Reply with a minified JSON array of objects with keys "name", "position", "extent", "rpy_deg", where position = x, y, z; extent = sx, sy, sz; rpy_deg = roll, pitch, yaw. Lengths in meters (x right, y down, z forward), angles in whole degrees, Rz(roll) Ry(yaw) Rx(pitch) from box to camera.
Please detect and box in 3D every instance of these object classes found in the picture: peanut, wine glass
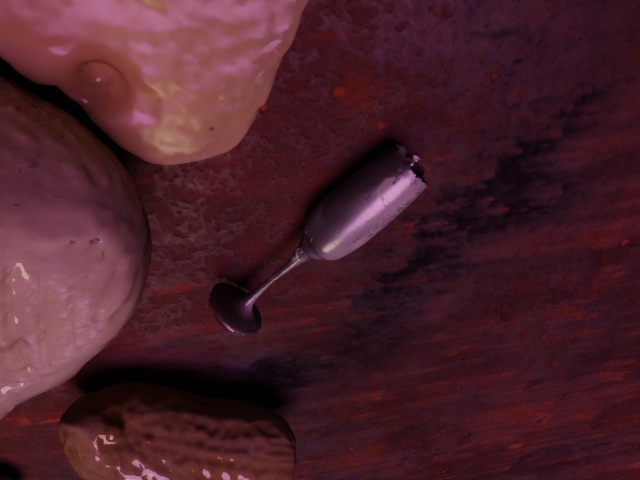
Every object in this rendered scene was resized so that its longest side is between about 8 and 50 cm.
[{"name":"peanut","position":[-0.177,0.268,0.692],"extent":[0.313,0.152,0.152],"rpy_deg":[20,124,-30]},{"name":"wine glass","position":[0.000,0.000,0.538],"extent":[0.262,0.074,0.074],"rpy_deg":[-40,129,21]}]

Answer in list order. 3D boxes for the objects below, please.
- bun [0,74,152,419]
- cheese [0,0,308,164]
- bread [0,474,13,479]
[{"name":"bun","position":[-0.306,0.001,0.354],"extent":[0.360,0.210,0.359],"rpy_deg":[-16,152,-9]},{"name":"cheese","position":[-0.142,-0.238,0.250],"extent":[0.384,0.104,0.383],"rpy_deg":[-8,134,-8]},{"name":"bread","position":[-0.560,0.329,0.708],"extent":[0.287,0.056,0.207],"rpy_deg":[5,134,-19]}]
